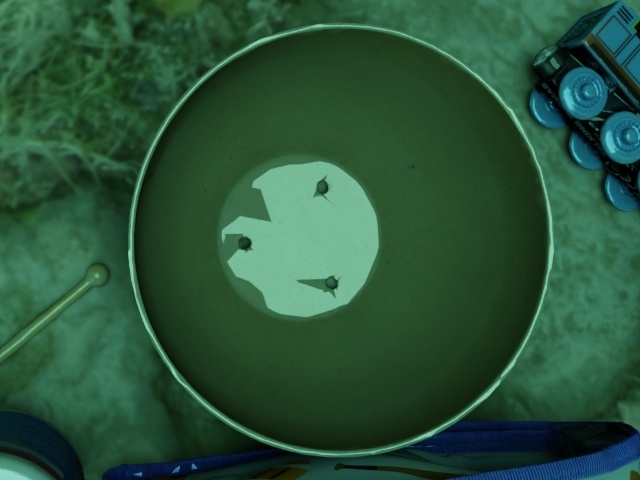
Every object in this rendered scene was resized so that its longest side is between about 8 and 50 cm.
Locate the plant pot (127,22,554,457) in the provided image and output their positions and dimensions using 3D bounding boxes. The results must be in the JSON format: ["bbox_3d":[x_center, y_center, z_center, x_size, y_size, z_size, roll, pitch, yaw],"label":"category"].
[{"bbox_3d":[0.000,0.000,0.845,0.284,0.191,0.284,0,90,-11],"label":"plant pot"}]

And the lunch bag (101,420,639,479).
[{"bbox_3d":[0.051,0.303,0.799,0.385,0.239,0.328,-7,92,-7],"label":"lunch bag"}]

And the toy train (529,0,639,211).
[{"bbox_3d":[0.255,-0.103,0.952,0.184,0.080,0.105,46,78,-10],"label":"toy train"}]

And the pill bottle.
[{"bbox_3d":[-0.223,0.183,0.796,0.124,0.221,0.124,-1,93,-11],"label":"pill bottle"}]

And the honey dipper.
[{"bbox_3d":[-0.226,0.074,0.890,0.160,0.030,0.030,-39,99,-10],"label":"honey dipper"}]

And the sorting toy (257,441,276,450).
[{"bbox_3d":[-0.019,0.130,0.932,0.102,0.042,0.061,-46,116,-18],"label":"sorting toy"}]
